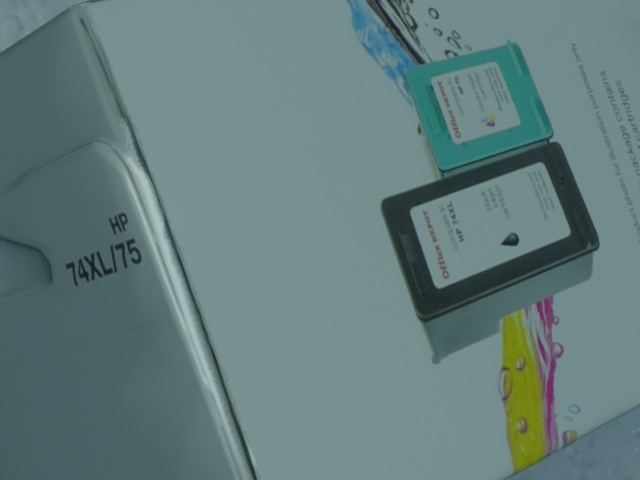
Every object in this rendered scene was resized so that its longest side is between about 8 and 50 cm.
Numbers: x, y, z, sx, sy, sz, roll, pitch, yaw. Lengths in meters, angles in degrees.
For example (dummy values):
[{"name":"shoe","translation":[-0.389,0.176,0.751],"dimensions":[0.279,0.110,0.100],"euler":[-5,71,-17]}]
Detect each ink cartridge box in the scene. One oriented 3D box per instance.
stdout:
[{"name":"ink cartridge box","translation":[0.000,0.000,0.656],"dimensions":[0.270,0.198,0.197],"euler":[-21,91,-38]}]
